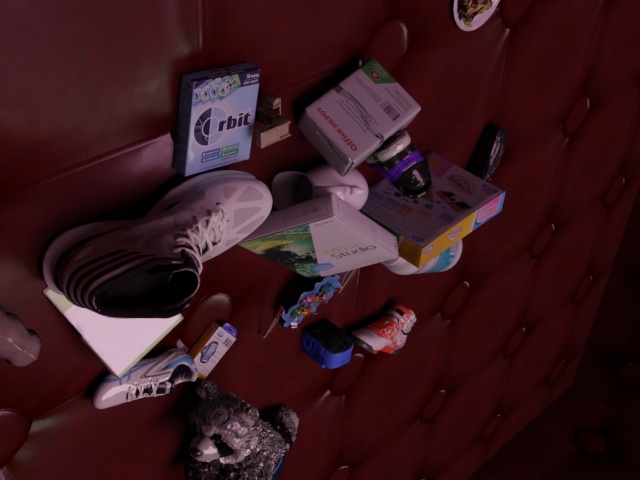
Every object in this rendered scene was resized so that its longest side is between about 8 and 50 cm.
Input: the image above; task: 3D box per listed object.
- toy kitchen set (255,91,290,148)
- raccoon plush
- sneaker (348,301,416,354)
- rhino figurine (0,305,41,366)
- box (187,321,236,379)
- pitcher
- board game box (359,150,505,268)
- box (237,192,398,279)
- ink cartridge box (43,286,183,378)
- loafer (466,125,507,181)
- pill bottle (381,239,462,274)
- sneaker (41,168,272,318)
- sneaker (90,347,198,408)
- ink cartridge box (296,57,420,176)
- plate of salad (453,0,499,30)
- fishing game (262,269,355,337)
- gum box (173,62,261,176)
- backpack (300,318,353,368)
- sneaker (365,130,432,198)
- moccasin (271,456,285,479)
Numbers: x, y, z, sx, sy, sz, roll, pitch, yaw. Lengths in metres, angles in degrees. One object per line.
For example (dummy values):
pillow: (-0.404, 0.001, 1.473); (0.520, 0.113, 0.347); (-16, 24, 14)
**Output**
toy kitchen set: (-0.109, -0.232, 1.620); (0.075, 0.083, 0.068); (-29, 138, -33)
raccoon plush: (-0.183, 0.416, 2.040); (0.446, 0.216, 0.299); (-57, 157, -65)
sneaker: (0.177, 0.236, 2.385); (0.270, 0.090, 0.145); (19, 101, -60)
rhino figurine: (-0.532, 0.130, 1.361); (0.073, 0.106, 0.243); (-50, 147, -11)
box: (-0.244, 0.240, 1.900); (0.136, 0.028, 0.081); (-53, 147, -10)
pitcher: (0.027, -0.104, 1.823); (0.207, 0.178, 0.125); (-4, 97, -49)
board game box: (0.252, -0.083, 2.069); (0.316, 0.242, 0.064); (-31, 140, -33)
box: (0.000, 0.000, 1.852); (0.322, 0.232, 0.058); (31, 49, -56)
ink cartridge box: (-0.386, 0.117, 1.592); (0.171, 0.056, 0.235); (-44, 121, -20)
loafer: (0.459, -0.207, 2.379); (0.078, 0.076, 0.223); (8, 107, -46)
pill bottle: (0.247, 0.014, 2.231); (0.264, 0.146, 0.146); (0, 118, -51)
sneaker: (-0.223, 0.026, 1.484); (0.447, 0.257, 0.169); (-25, 124, -30)
sneaker: (-0.354, 0.287, 1.746); (0.237, 0.086, 0.085); (-19, 134, -41)
ink cartridge box: (0.077, -0.253, 1.766); (0.208, 0.153, 0.087); (-39, 174, -24)
plate of salad: (0.380, -0.579, 1.989); (0.200, 0.048, 0.199); (-33, 141, -32)
fishing game: (-0.020, 0.154, 2.057); (0.264, 0.041, 0.189); (-26, 159, -39)
gum box: (-0.189, -0.222, 1.565); (0.157, 0.041, 0.184); (-22, 134, -41)
backpack: (0.023, 0.272, 2.185); (0.098, 0.120, 0.101); (-28, 137, -38)
sneaker: (0.179, -0.156, 1.899); (0.102, 0.146, 0.293); (-37, -174, 4)
moccasin: (-0.222, 0.639, 2.189); (0.342, 0.138, 0.117); (-45, 161, -40)
